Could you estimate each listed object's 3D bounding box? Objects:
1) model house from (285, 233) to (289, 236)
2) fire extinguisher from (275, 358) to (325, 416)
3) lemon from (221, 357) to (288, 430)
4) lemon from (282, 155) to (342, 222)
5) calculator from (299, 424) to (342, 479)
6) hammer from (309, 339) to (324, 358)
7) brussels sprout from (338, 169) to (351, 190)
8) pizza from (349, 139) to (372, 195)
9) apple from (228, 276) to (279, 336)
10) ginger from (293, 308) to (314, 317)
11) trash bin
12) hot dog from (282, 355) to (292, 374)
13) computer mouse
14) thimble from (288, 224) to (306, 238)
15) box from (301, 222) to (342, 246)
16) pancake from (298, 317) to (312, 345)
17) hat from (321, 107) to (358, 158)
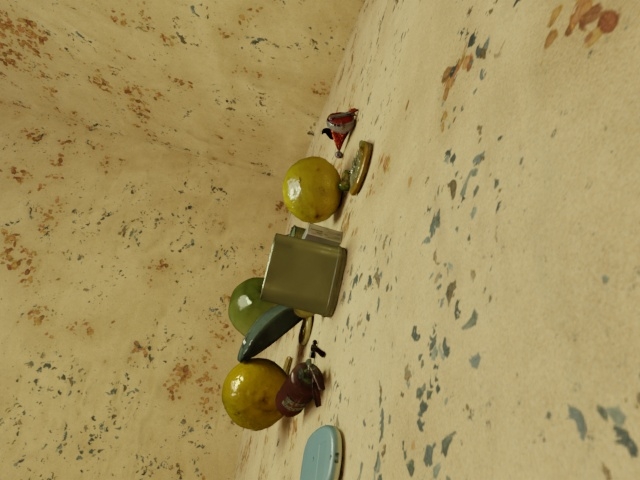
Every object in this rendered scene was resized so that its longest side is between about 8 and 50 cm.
[{"bbox_3d":[-0.112,0.124,2.287,0.207,0.153,0.294,55,-139,-40],"label":"model house"},{"bbox_3d":[-0.053,0.472,1.415,0.337,0.106,0.148,116,141,-52],"label":"fire extinguisher"},{"bbox_3d":[-0.256,0.614,1.830,0.297,0.296,0.298,-165,90,-81],"label":"lemon"},{"bbox_3d":[-0.032,-0.206,1.855,0.260,0.260,0.284,120,168,-59],"label":"lemon"},{"bbox_3d":[-0.006,0.563,1.129,0.303,0.042,0.189,121,161,-51],"label":"calculator"},{"bbox_3d":[-0.008,0.374,1.521,0.178,0.021,0.065,159,124,-76],"label":"hammer"},{"bbox_3d":[0.098,-0.229,1.762,0.051,0.046,0.084,123,169,-75],"label":"brussels sprout"},{"bbox_3d":[0.138,-0.287,1.613,0.262,0.034,0.181,-86,13,-51],"label":"pizza"},{"bbox_3d":[-0.357,0.381,2.642,0.357,0.356,0.358,-165,90,-81],"label":"apple"},{"bbox_3d":[-0.039,0.160,1.706,0.270,0.123,0.219,-105,32,-74],"label":"ginger"},{"bbox_3d":[-0.058,0.114,1.515,0.121,0.247,0.244,144,138,-79],"label":"trash bin"},{"bbox_3d":[-0.155,0.585,2.050,0.044,0.028,0.137,19,97,55],"label":"hot dog"},{"bbox_3d":[-0.213,0.357,1.893,0.373,0.114,0.203,-35,3,-36],"label":"computer mouse"},{"bbox_3d":[-0.081,0.073,2.016,0.271,0.149,0.271,-165,90,-80],"label":"thimble"},{"bbox_3d":[0.000,0.000,1.699,0.129,0.129,0.051,120,164,-59],"label":"box"},{"bbox_3d":[-0.060,0.350,1.839,0.158,0.028,0.158,-164,90,-81],"label":"pancake"},{"bbox_3d":[0.093,-0.472,2.042,0.140,0.128,0.228,-34,-37,-31],"label":"hat"}]
